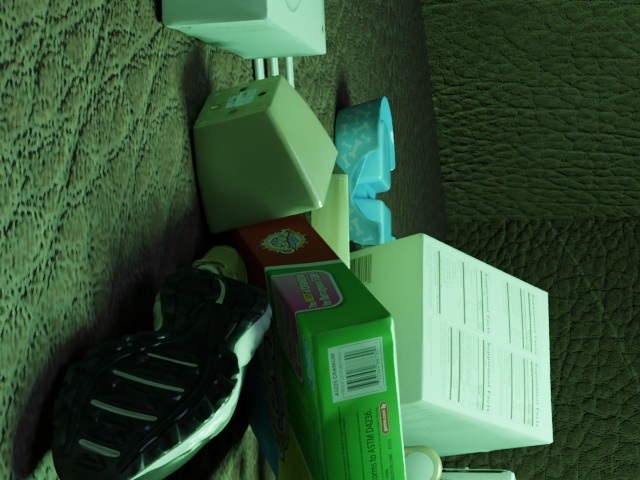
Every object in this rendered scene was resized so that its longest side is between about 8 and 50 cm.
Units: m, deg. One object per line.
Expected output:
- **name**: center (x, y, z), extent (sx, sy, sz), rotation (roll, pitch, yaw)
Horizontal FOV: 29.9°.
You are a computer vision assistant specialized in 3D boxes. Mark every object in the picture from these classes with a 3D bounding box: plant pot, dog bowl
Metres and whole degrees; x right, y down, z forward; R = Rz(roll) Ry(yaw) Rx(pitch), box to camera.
- **plant pot**: center (-0.057, -0.084, 1.067), extent (0.109, 0.109, 0.096), rotation (-75, 147, -57)
- **dog bowl**: center (0.067, -0.068, 1.800), extent (0.166, 0.074, 0.297), rotation (33, 56, -77)

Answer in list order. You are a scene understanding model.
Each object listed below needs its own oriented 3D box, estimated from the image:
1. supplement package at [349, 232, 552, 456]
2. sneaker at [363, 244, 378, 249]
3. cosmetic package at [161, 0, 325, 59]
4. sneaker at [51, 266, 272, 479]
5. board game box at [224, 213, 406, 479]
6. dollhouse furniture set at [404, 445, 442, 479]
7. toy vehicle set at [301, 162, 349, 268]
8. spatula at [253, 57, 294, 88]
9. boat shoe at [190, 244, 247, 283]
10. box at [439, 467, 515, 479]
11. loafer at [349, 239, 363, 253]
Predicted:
- **supplement package**: center (0.126, 0.138, 1.449), extent (0.262, 0.199, 0.198), rotation (23, 61, -43)
- **sneaker**: center (0.068, 0.178, 1.596), extent (0.150, 0.135, 0.366), rotation (54, 34, -77)
- **cosmetic package**: center (-0.067, -0.364, 1.070), extent (0.284, 0.097, 0.378), rotation (-25, 113, -82)
- **sneaker**: center (-0.099, 0.110, 0.807), extent (0.271, 0.100, 0.108), rotation (-50, 154, -69)
- **board game box**: center (-0.009, 0.120, 1.027), extent (0.316, 0.064, 0.242), rotation (-132, -146, -66)
- **dollhouse furniture set**: center (0.077, 0.324, 1.069), extent (0.355, 0.173, 0.303), rotation (100, -14, -80)
- **toy vehicle set**: center (0.000, 0.000, 1.261), extent (0.267, 0.035, 0.166), rotation (-118, -153, -81)
- **spatula**: center (-0.052, -0.167, 1.335), extent (0.168, 0.019, 0.242), rotation (-37, 124, -71)
- **boat shoe**: center (-0.091, 0.040, 0.984), extent (0.135, 0.050, 0.045), rotation (-76, 167, -56)
- **box**: center (0.098, 0.331, 1.380), extent (0.231, 0.261, 0.127), rotation (57, 33, -72)
- **loafer**: center (0.019, 0.066, 1.544), extent (0.062, 0.061, 0.170), rotation (74, 18, -57)
